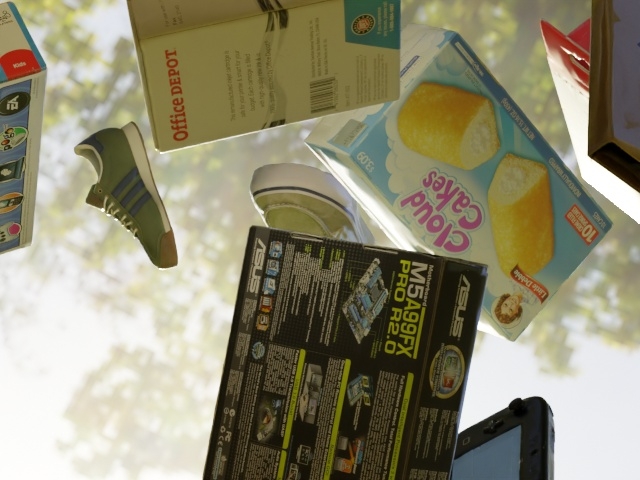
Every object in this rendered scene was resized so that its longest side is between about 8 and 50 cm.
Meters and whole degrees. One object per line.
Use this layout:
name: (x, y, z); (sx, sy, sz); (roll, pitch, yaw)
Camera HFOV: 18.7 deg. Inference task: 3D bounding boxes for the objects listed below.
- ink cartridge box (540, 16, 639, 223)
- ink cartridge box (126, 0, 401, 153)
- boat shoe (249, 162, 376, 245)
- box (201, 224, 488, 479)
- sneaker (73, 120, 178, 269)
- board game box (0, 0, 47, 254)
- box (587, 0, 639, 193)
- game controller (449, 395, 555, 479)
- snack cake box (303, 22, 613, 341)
ink cartridge box: (0.287, -0.116, 1.778); (0.134, 0.078, 0.231); (44, -13, 39)
ink cartridge box: (-0.041, -0.150, 1.422); (0.191, 0.082, 0.139); (-12, -32, -6)
boat shoe: (0.000, 0.000, 2.270); (0.109, 0.094, 0.302); (-4, -23, 21)
box: (0.012, 0.133, 1.567); (0.216, 0.270, 0.060); (9, -2, 42)
sneaker: (-0.237, -0.046, 2.314); (0.086, 0.192, 0.064); (-14, -19, -18)
board game box: (-0.417, -0.062, 1.815); (0.086, 0.302, 0.308); (61, -24, 24)
box: (0.227, -0.078, 1.173); (0.164, 0.201, 0.021); (33, -50, -21)
game controller: (0.203, 0.294, 2.319); (0.166, 0.319, 0.067); (-22, -71, 15)
snack cake box: (0.128, -0.051, 1.766); (0.264, 0.152, 0.089); (47, -13, -29)
